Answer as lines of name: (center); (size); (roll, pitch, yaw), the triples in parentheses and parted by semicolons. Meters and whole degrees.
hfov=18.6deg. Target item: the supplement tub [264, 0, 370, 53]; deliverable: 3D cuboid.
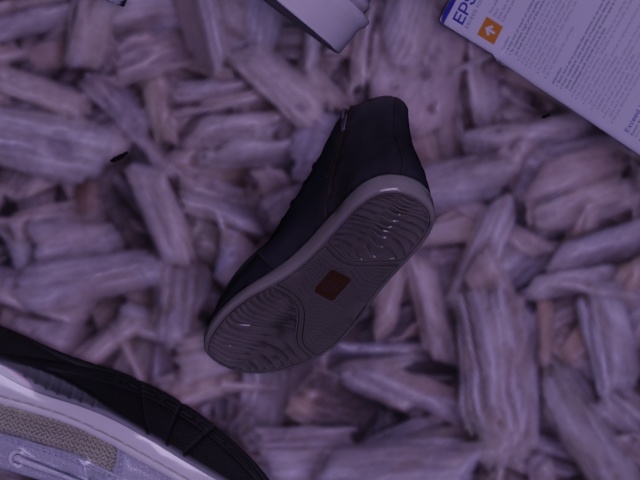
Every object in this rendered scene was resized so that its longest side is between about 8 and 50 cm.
supplement tub: (0.033, -0.305, 1.288); (0.228, 0.228, 0.316); (38, 93, -8)

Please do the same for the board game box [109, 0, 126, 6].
board game box: (-0.164, -0.274, 1.378); (0.126, 0.026, 0.186); (20, 95, -7)

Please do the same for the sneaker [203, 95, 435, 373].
sneaker: (0.000, 0.000, 1.408); (0.083, 0.118, 0.222); (33, 123, -26)

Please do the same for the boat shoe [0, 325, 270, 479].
boat shoe: (-0.185, 0.144, 1.389); (0.320, 0.118, 0.103); (23, 101, -3)

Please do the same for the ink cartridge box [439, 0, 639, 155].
ink cartridge box: (0.224, -0.191, 1.360); (0.224, 0.045, 0.223); (37, 113, 22)
